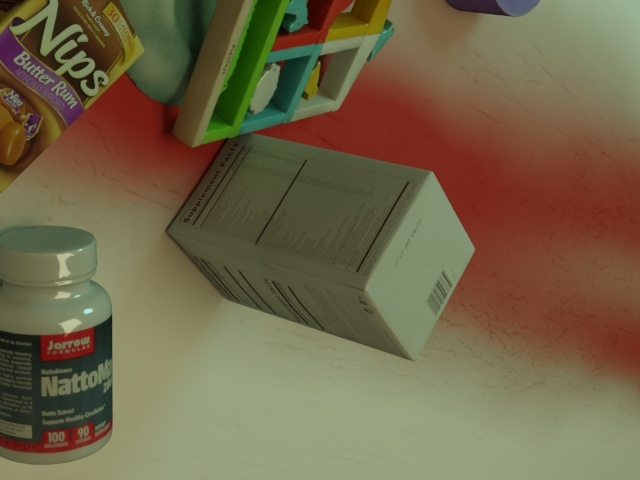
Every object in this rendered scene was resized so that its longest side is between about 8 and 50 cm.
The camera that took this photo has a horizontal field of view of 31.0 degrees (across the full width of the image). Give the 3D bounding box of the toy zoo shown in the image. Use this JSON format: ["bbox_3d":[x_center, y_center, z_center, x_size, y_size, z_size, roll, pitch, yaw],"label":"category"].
[{"bbox_3d":[-0.013,-0.202,1.148,0.293,0.030,0.192,-23,144,-51],"label":"toy zoo"}]

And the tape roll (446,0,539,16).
[{"bbox_3d":[0.221,-0.376,1.433,0.189,0.080,0.189,-22,119,-48],"label":"tape roll"}]

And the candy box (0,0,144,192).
[{"bbox_3d":[-0.233,-0.141,0.923,0.186,0.053,0.109,-53,139,-30],"label":"candy box"}]

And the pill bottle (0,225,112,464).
[{"bbox_3d":[-0.228,0.085,0.965,0.108,0.108,0.180,-19,117,-50],"label":"pill bottle"}]

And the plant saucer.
[{"bbox_3d":[-0.112,-0.219,1.074,0.195,0.037,0.194,-24,122,-47],"label":"plant saucer"}]

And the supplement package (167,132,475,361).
[{"bbox_3d":[0.000,0.000,1.126,0.139,0.244,0.134,-59,141,-20],"label":"supplement package"}]
